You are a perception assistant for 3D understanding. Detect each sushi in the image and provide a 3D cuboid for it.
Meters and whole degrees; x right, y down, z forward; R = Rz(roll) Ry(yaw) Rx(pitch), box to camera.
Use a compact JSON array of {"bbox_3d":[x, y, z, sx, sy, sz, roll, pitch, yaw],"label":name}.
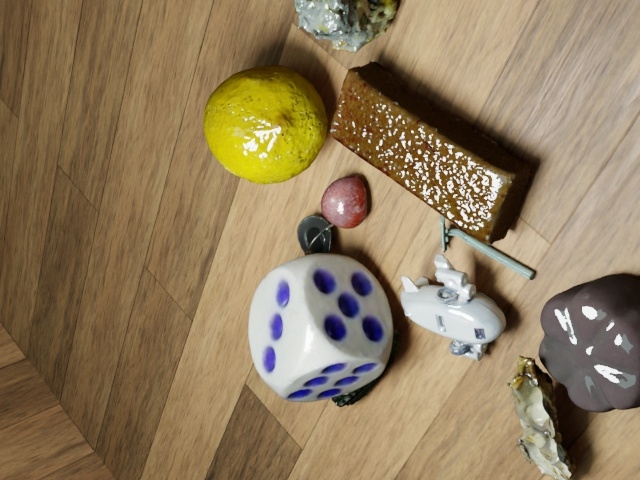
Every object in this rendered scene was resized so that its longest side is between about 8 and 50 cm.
[{"bbox_3d":[0.049,-0.490,1.648,0.139,0.184,0.274,16,116,41],"label":"sushi"}]

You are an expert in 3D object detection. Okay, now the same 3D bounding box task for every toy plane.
[{"bbox_3d":[0.261,0.134,1.748,0.245,0.117,0.244,29,142,26],"label":"toy plane"}]

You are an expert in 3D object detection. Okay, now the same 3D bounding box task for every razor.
[{"bbox_3d":[0.321,0.021,1.698,0.211,0.036,0.084,27,149,30],"label":"razor"}]

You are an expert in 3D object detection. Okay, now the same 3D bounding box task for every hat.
[{"bbox_3d":[0.000,0.000,2.010,0.121,0.050,0.121,14,110,45],"label":"hat"}]

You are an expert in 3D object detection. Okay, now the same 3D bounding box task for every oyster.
[{"bbox_3d":[0.417,0.331,1.641,0.129,0.079,0.344,40,156,52],"label":"oyster"}]

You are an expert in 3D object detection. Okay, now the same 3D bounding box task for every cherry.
[{"bbox_3d":[0.037,-0.040,1.911,0.107,0.090,0.225,31,115,23],"label":"cherry"}]

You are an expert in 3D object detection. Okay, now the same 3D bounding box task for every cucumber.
[{"bbox_3d":[0.109,0.293,2.002,0.077,0.077,0.265,53,137,17],"label":"cucumber"}]

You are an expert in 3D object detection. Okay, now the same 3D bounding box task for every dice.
[{"bbox_3d":[-0.001,0.192,1.903,0.259,0.243,0.251,-43,51,45],"label":"dice"}]

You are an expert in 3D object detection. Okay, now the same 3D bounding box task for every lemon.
[{"bbox_3d":[-0.120,-0.249,1.882,0.310,0.258,0.257,20,121,60],"label":"lemon"}]

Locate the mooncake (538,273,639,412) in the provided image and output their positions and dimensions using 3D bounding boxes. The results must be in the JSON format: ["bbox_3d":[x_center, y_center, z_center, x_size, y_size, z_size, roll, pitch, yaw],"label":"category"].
[{"bbox_3d":[0.493,0.178,1.508,0.245,0.133,0.244,30,129,45],"label":"mooncake"}]

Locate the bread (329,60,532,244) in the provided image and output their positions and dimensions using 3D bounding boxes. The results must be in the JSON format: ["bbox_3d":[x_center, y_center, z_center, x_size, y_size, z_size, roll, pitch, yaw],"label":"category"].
[{"bbox_3d":[0.204,-0.171,1.676,0.417,0.113,0.165,40,132,27],"label":"bread"}]
